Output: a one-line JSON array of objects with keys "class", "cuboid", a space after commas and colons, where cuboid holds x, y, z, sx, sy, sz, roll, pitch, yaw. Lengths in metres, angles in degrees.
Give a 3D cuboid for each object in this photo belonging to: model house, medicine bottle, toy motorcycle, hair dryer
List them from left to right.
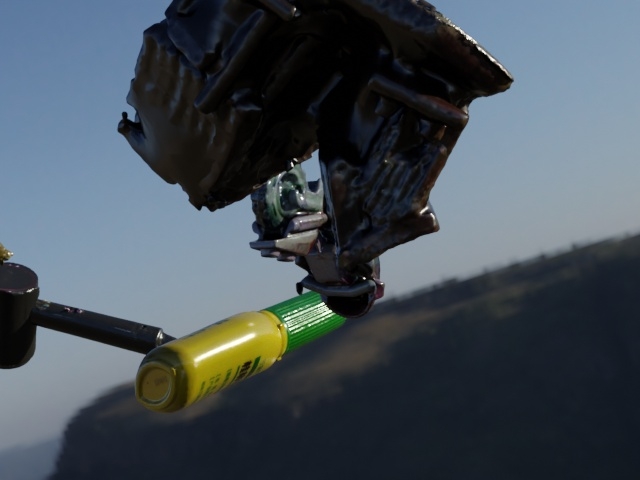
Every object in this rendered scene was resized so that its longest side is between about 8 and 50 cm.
[{"class": "hair dryer", "cuboid": [-0.267, 0.104, 1.940, 0.248, 0.114, 0.070, 13, 33, 6]}, {"class": "medicine bottle", "cuboid": [-0.071, 0.101, 1.720, 0.260, 0.064, 0.095, -23, -14, -45]}, {"class": "model house", "cuboid": [-0.012, -0.076, 0.952, 0.164, 0.203, 0.141, -54, -20, 2]}, {"class": "toy motorcycle", "cuboid": [-0.001, 0.000, 1.492, 0.082, 0.122, 0.213, -6, -12, 30]}]

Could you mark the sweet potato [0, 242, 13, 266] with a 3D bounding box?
[{"class": "sweet potato", "cuboid": [-0.512, 0.010, 1.802, 0.370, 0.158, 0.158, -6, -9, -16]}]
